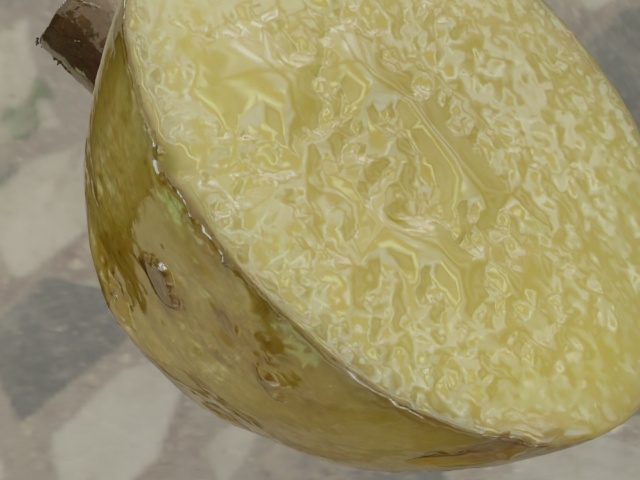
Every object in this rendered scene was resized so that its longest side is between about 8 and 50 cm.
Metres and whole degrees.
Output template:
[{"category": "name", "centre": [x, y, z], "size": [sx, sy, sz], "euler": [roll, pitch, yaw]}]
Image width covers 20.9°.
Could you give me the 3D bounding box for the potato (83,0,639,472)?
[{"category": "potato", "centre": [0.000, 0.000, 0.579], "size": [0.203, 0.158, 0.178], "euler": [30, 53, -11]}]

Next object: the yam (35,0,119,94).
[{"category": "yam", "centre": [-0.127, -0.125, 1.215], "size": [0.127, 0.084, 0.084], "euler": [43, 98, 12]}]
